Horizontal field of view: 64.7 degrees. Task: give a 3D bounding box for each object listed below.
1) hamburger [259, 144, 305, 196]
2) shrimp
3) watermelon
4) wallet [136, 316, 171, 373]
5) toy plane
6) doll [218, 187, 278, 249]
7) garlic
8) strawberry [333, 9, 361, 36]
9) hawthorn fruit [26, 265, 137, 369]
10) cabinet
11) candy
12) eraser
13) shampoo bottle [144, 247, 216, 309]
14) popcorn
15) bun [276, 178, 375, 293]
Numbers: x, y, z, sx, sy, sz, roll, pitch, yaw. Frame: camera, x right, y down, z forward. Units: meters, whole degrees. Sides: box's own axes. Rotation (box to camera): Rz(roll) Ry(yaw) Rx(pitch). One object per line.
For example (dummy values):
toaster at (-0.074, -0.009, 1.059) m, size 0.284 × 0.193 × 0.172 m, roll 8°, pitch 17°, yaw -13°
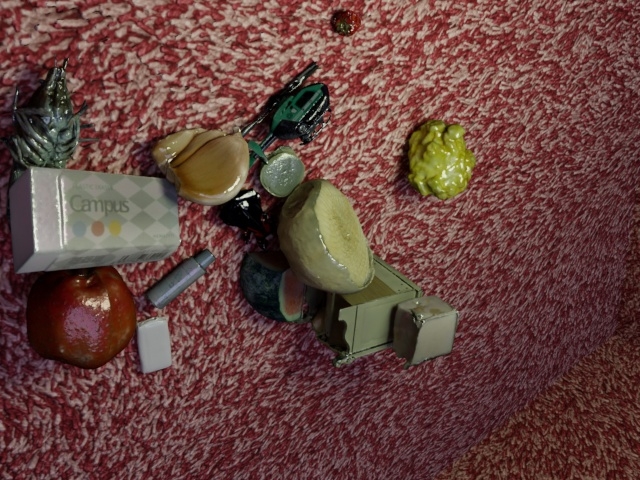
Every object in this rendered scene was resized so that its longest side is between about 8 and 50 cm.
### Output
hamburger at (-0.113, -0.200, 1.470) m, size 0.140 × 0.062 × 0.133 m, roll -43°, pitch 126°, yaw -5°
shrimp at (-0.604, -0.191, 1.097) m, size 0.410 × 0.166 × 0.221 m, roll -55°, pitch 159°, yaw 20°
watermelon at (-0.113, 0.150, 1.610) m, size 0.226 × 0.148 × 0.318 m, roll -45°, pitch 132°, yaw -15°
wallet at (-0.494, 0.310, 1.502) m, size 0.095 × 0.033 × 0.190 m, roll -11°, pitch 120°, yaw -31°
toy plane at (-0.097, -0.319, 1.376) m, size 0.381 × 0.155 × 0.106 m, roll -47°, pitch 173°, yaw -1°
doll at (-0.208, -0.068, 1.468) m, size 0.249 × 0.088 × 0.127 m, roll 44°, pitch 66°, yaw -49°
garlic at (-0.289, -0.193, 1.299) m, size 0.228 × 0.217 × 0.110 m, roll -32°, pitch 172°, yaw -21°
strawberry at (0.078, -0.599, 1.388) m, size 0.083 × 0.073 × 0.073 m, roll -41°, pitch 134°, yaw -41°
hawthorn fruit at (-0.570, 0.154, 1.225) m, size 0.254 × 0.254 × 0.300 m, roll 4°, pitch 120°, yaw -35°
cabinet at (0.120, 0.229, 1.702) m, size 0.318 × 0.290 × 0.227 m, roll -11°, pitch 120°, yaw -28°
candy at (0.321, 0.279, 1.582) m, size 0.185 × 0.137 × 0.195 m, roll -10°, pitch 117°, yaw -28°
eraser at (-0.488, -0.045, 1.151) m, size 0.397 × 0.082 × 0.213 m, roll -6°, pitch 93°, yaw -63°
shampoo bottle at (-0.393, 0.106, 1.440) m, size 0.214 × 0.072 × 0.072 m, roll -41°, pitch 129°, yaw -9°
popcorn at (0.401, -0.270, 1.671) m, size 0.235 × 0.242 × 0.250 m, roll 3°, pitch 106°, yaw -7°
bun at (-0.002, 0.004, 1.502) m, size 0.202 × 0.364 × 0.364 m, roll -25°, pitch 135°, yaw 25°
